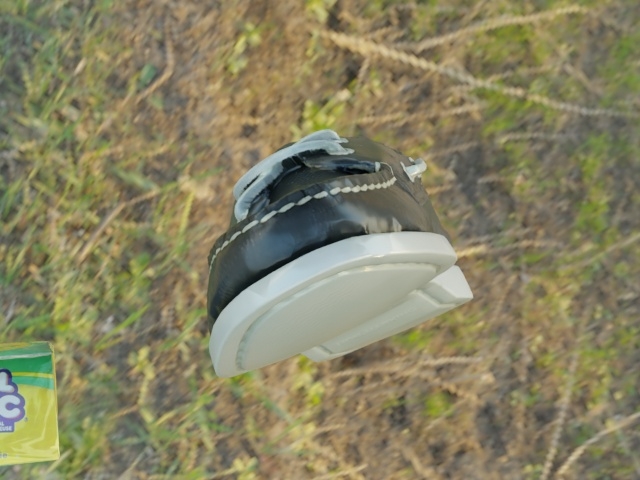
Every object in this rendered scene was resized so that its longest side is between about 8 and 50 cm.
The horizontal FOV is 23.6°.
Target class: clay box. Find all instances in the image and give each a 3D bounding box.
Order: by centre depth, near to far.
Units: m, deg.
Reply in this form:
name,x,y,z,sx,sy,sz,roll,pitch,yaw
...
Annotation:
name,x,y,z,sx,sy,sz,roll,pitch,yaw
clay box,-0.185,0.075,0.665,0.127,0.222,0.053,-4,86,-15

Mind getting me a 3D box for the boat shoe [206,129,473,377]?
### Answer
name,x,y,z,sx,sy,sz,roll,pitch,yaw
boat shoe,0.000,0.000,0.684,0.114,0.302,0.091,-25,82,4
